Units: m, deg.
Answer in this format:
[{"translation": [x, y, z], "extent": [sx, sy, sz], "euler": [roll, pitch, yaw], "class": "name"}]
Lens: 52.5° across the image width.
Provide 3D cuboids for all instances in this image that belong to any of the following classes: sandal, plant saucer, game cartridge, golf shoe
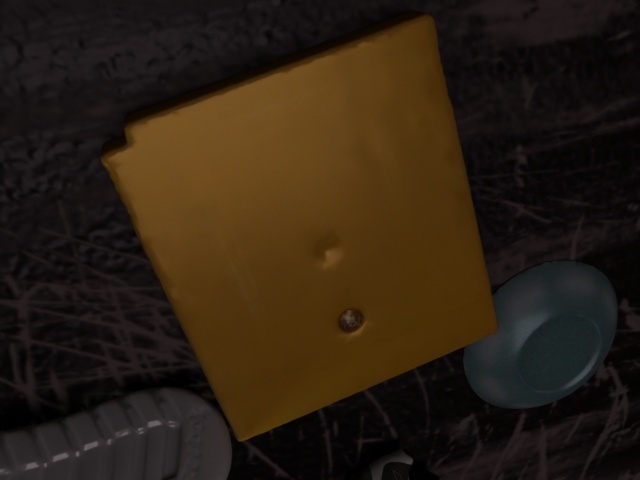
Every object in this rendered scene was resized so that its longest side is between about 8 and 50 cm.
[{"translation": [-0.282, 0.245, 0.569], "extent": [0.416, 0.169, 0.102], "euler": [-9, 156, -13], "class": "sandal"}, {"translation": [0.254, 0.116, 0.713], "extent": [0.195, 0.037, 0.195], "euler": [-7, 116, -14], "class": "plant saucer"}, {"translation": [0.000, 0.000, 0.581], "extent": [0.285, 0.052, 0.323], "euler": [-21, 116, -6], "class": "game cartridge"}, {"translation": [0.116, 0.318, 0.737], "extent": [0.094, 0.077, 0.198], "euler": [-39, 114, -4], "class": "golf shoe"}]
